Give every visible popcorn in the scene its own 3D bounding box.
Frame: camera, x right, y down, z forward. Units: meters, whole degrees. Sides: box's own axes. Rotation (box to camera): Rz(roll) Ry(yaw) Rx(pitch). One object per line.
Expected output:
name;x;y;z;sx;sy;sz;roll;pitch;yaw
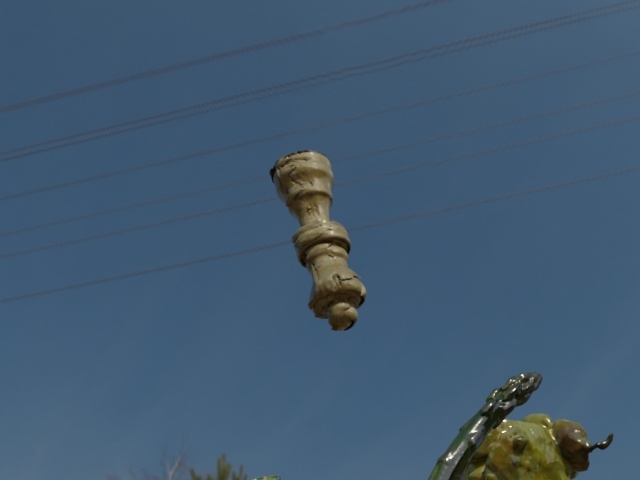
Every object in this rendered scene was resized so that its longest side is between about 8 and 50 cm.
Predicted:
popcorn;0.290;0.329;0.954;0.195;0.168;0.173;-5;-36;-24

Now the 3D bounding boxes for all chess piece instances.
chess piece;0.000;0.001;0.588;0.060;0.172;0.060;-10;-37;-7

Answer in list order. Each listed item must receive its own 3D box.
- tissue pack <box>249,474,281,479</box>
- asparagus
tissue pack;-0.091;0.402;0.963;0.079;0.111;0.085;7;-41;-37
asparagus;0.118;0.172;0.546;0.034;0.236;0.027;41;-39;13
